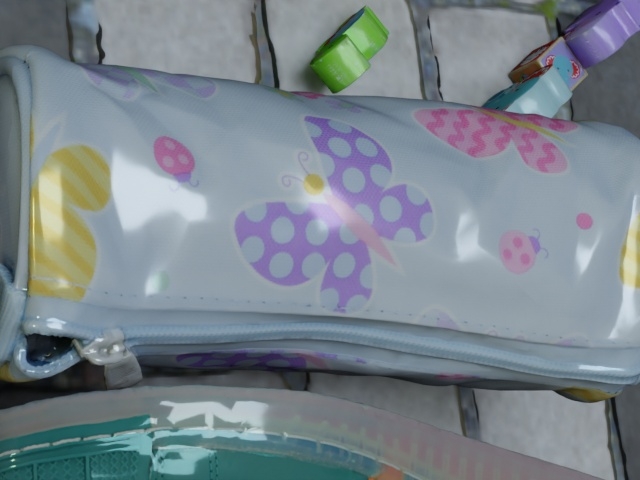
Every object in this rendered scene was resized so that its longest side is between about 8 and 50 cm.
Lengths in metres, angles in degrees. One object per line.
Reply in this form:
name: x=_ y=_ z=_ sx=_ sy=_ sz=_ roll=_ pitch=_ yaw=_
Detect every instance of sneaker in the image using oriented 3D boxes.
sneaker: x=0.009 y=0.132 z=0.607 sx=0.302 sy=0.108 sz=0.121 roll=17 pitch=64 yaw=-30

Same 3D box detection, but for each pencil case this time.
pencil case: x=0.000 y=0.000 z=0.613 sx=0.273 sy=0.124 sz=0.113 roll=4 pitch=117 yaw=-27

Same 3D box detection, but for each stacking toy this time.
stacking toy: x=0.111 y=-0.077 z=0.765 sx=0.167 sy=0.052 sz=0.221 roll=52 pitch=57 yaw=-11
